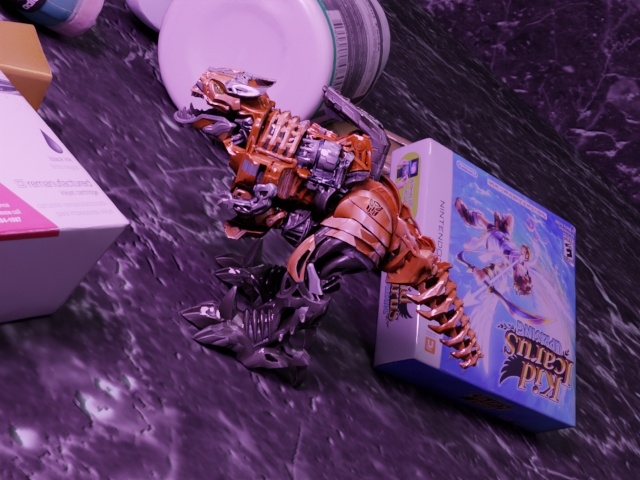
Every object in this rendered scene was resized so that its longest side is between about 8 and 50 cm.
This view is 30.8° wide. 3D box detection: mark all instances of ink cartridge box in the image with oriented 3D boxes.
[{"bbox_3d":[-0.272,-0.059,0.774,0.237,0.100,0.172,48,20,15],"label":"ink cartridge box"}]

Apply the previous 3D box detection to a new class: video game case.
[{"bbox_3d":[0.177,0.055,1.246,0.269,0.061,0.244,25,61,-37],"label":"video game case"}]

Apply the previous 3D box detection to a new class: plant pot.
[{"bbox_3d":[-0.280,-0.133,0.950,0.083,0.081,0.081,9,36,-36],"label":"plant pot"}]

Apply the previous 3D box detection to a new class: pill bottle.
[{"bbox_3d":[-0.037,-0.237,1.419,0.204,0.204,0.361,43,19,4],"label":"pill bottle"}]

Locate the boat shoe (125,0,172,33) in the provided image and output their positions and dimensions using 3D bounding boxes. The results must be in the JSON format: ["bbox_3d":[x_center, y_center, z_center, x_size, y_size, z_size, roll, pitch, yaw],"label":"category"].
[{"bbox_3d":[-0.176,-0.315,1.483,0.102,0.108,0.301,14,13,25],"label":"boat shoe"}]

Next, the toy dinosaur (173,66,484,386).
[{"bbox_3d":[0.000,0.000,0.982,0.322,0.218,0.164,47,20,14],"label":"toy dinosaur"}]

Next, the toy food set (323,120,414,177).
[{"bbox_3d":[0.061,-0.110,1.473,0.132,0.038,0.192,28,18,8],"label":"toy food set"}]

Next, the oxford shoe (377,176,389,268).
[{"bbox_3d":[0.173,0.004,1.434,0.363,0.130,0.133,29,15,-37],"label":"oxford shoe"}]

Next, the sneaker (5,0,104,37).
[{"bbox_3d":[-0.333,-0.347,1.240,0.121,0.108,0.302,22,29,-52],"label":"sneaker"}]
